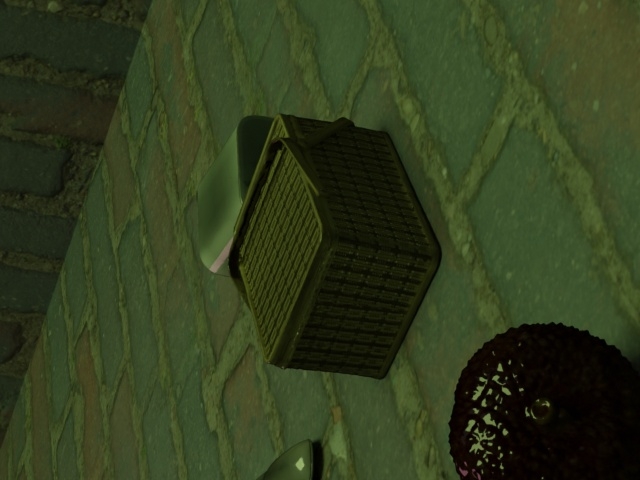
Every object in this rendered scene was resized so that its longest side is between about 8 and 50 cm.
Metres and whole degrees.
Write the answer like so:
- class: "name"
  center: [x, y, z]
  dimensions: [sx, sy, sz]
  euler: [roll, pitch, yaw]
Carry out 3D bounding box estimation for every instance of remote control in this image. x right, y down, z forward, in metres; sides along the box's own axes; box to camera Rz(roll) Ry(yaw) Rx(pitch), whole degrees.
- class: "remote control"
  center: [-0.061, 0.344, 2.076]
  dimensions: [0.229, 0.044, 0.073]
  euler: [134, 137, -54]

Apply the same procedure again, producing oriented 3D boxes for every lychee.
- class: "lychee"
  center: [0.204, 0.165, 1.302]
  dimensions: [0.194, 0.194, 0.194]
  euler: [-171, 90, -68]

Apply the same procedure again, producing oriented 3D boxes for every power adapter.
- class: "power adapter"
  center: [-0.090, -0.079, 2.222]
  dimensions: [0.255, 0.124, 0.187]
  euler: [130, 142, -51]

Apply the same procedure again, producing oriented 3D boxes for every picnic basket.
- class: "picnic basket"
  center: [0.000, 0.000, 1.889]
  dimensions: [0.313, 0.175, 0.228]
  euler: [-109, 34, -51]
